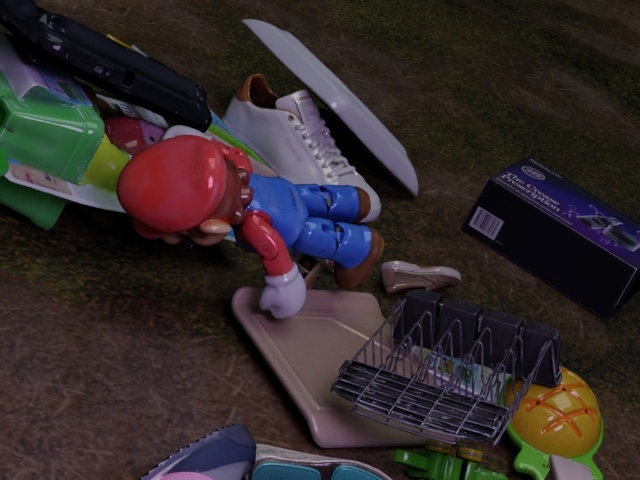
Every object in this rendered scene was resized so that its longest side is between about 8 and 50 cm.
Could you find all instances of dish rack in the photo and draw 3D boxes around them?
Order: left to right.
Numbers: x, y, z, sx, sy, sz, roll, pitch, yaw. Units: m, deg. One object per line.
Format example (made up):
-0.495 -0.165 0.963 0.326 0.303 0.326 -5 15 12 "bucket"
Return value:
0.139 0.149 1.567 0.208 0.074 0.271 15 29 20 "dish rack"

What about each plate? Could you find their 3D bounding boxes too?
0.027 -0.211 2.161 0.278 0.045 0.277 48 4 40 "plate"

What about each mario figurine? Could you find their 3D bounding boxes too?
-0.097 -0.023 1.643 0.320 0.170 0.198 15 9 -34 "mario figurine"

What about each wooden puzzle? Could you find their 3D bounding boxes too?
0.028 0.149 1.641 0.221 0.044 0.239 4 37 -37 "wooden puzzle"

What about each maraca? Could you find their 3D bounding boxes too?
0.271 0.218 1.656 0.127 0.099 0.186 8 42 -6 "maraca"

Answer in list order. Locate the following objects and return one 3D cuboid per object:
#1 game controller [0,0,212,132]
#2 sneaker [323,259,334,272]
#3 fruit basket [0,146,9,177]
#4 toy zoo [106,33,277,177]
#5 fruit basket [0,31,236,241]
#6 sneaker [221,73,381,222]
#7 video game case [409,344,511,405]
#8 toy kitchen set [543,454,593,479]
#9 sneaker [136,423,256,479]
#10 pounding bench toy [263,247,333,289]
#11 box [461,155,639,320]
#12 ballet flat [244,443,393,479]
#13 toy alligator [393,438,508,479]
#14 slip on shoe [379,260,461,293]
-0.266 -0.217 1.736 0.166 0.067 0.319 31 5 37 "game controller"
0.000 0.000 1.875 0.134 0.051 0.070 24 20 -11 "sneaker"
-0.559 -0.095 1.413 0.392 0.283 0.392 -16 9 3 "fruit basket"
-0.199 -0.192 2.003 0.293 0.030 0.192 45 9 35 "toy zoo"
-0.278 -0.130 1.751 0.353 0.165 0.327 9 30 -37 "fruit basket"
-0.022 -0.137 2.030 0.290 0.123 0.106 37 31 22 "sneaker"
0.181 0.150 1.792 0.143 0.019 0.157 25 26 1 "video game case"
0.287 0.330 1.377 0.207 0.166 0.122 21 26 -9 "toy kitchen set"
-0.129 0.267 1.227 0.131 0.112 0.319 48 32 7 "sneaker"
-0.025 0.044 1.767 0.052 0.065 0.083 37 -3 24 "pounding bench toy"
0.375 -0.009 2.173 0.261 0.103 0.184 33 24 17 "box"
0.001 0.234 1.435 0.168 0.057 0.052 17 17 -18 "ballet flat"
0.158 0.256 1.541 0.189 0.056 0.051 17 -14 -17 "toy alligator"
0.135 0.057 1.906 0.135 0.051 0.041 11 68 -43 "slip on shoe"
